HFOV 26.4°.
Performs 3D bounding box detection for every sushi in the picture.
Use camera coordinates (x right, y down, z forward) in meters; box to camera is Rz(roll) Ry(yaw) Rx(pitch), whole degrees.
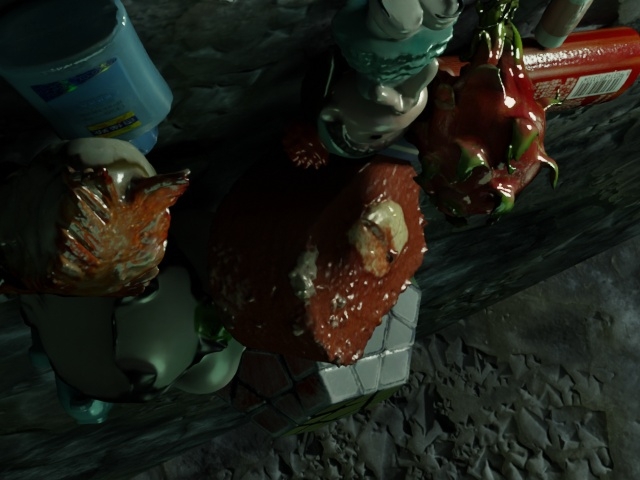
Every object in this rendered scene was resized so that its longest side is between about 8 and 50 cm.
[{"bbox_3d":[-0.230,-0.015,1.152,0.124,0.130,0.332,-3,-178,-38],"label":"sushi"}]

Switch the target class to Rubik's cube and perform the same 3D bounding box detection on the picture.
[{"bbox_3d":[-0.019,0.103,1.784,0.319,0.319,0.264,-24,140,1],"label":"Rubik's cube"}]

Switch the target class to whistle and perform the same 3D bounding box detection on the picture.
[{"bbox_3d":[-0.268,0.135,1.668,0.186,0.093,0.274,-4,-156,3],"label":"whistle"}]

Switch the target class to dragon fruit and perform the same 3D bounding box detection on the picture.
[{"bbox_3d":[0.169,-0.127,1.341,0.135,0.235,0.137,8,167,41],"label":"dragon fruit"}]

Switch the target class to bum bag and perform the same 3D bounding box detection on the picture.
[{"bbox_3d":[-0.191,-0.049,1.363,0.198,0.049,0.087,-16,170,-33],"label":"bum bag"}]

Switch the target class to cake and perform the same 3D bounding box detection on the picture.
[{"bbox_3d":[0.000,0.000,1.448,0.151,0.177,0.283,11,-139,29],"label":"cake"}]

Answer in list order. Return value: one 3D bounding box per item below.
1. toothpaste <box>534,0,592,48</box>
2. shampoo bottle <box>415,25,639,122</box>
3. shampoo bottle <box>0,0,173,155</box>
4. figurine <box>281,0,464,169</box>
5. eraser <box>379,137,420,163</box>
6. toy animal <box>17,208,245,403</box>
[{"bbox_3d":[0.264,-0.259,1.362,0.056,0.036,0.205,-20,162,-21],"label":"toothpaste"},{"bbox_3d":[0.224,-0.179,1.507,0.314,0.076,0.118,-13,164,-38],"label":"shampoo bottle"},{"bbox_3d":[-0.176,-0.121,1.078,0.104,0.061,0.258,-18,167,1],"label":"shampoo bottle"},{"bbox_3d":[0.045,-0.157,1.233,0.138,0.110,0.245,-17,161,-20],"label":"figurine"},{"bbox_3d":[0.076,-0.127,1.444,0.036,0.082,0.225,-33,164,21],"label":"eraser"},{"bbox_3d":[-0.170,0.073,1.527,0.267,0.212,0.212,-10,161,-42],"label":"toy animal"}]
